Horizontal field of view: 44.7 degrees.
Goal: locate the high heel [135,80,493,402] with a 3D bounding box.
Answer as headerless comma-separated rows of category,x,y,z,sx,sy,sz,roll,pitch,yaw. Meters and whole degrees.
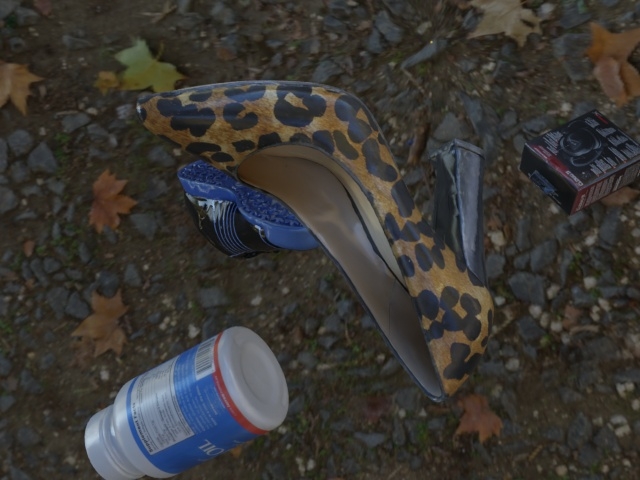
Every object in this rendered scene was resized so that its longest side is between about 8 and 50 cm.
high heel,0.000,0.000,0.511,0.261,0.093,0.186,11,69,-19

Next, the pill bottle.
pill bottle,-0.158,0.198,0.897,0.221,0.124,0.124,-29,99,20

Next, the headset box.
headset box,0.204,-0.061,0.613,0.083,0.062,0.032,-27,145,-17

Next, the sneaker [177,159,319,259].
sneaker,-0.063,-0.020,0.795,0.081,0.232,0.091,-31,123,-26
